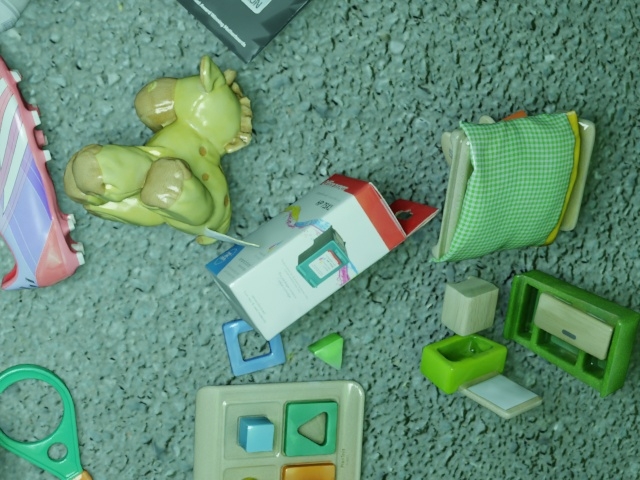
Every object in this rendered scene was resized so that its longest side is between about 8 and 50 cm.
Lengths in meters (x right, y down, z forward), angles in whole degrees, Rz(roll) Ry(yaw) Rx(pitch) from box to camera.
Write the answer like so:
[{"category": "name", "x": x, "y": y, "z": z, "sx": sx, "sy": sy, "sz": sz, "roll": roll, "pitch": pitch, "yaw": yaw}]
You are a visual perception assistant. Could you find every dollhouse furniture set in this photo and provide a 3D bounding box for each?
[{"category": "dollhouse furniture set", "x": 0.238, "y": 0.024, "z": 1.267, "sx": 0.198, "sy": 0.151, "sz": 0.301, "roll": -15, "pitch": 121, "yaw": -39}]

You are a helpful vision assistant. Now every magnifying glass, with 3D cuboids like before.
[{"category": "magnifying glass", "x": -0.282, "y": 0.236, "z": 1.286, "sx": 0.092, "sy": 0.026, "sz": 0.231, "roll": -33, "pitch": 104, "yaw": -10}]

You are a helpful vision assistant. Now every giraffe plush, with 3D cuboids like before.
[{"category": "giraffe plush", "x": -0.142, "y": -0.099, "z": 1.213, "sx": 0.210, "sy": 0.181, "sz": 0.170, "roll": 17, "pitch": 79, "yaw": -17}]

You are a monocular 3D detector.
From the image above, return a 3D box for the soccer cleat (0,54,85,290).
[{"category": "soccer cleat", "x": -0.316, "y": -0.067, "z": 1.204, "sx": 0.095, "sy": 0.083, "sz": 0.248, "roll": -19, "pitch": 105, "yaw": -8}]

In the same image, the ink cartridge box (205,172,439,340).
[{"category": "ink cartridge box", "x": 0.000, "y": 0.000, "z": 1.274, "sx": 0.231, "sy": 0.134, "sz": 0.078, "roll": -36, "pitch": 106, "yaw": -9}]

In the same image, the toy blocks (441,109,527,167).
[{"category": "toy blocks", "x": 0.226, "y": -0.094, "z": 1.368, "sx": 0.148, "sy": 0.054, "sz": 0.123, "roll": -22, "pitch": 104, "yaw": -12}]

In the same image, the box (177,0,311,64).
[{"category": "box", "x": -0.102, "y": -0.369, "z": 1.178, "sx": 0.307, "sy": 0.076, "sz": 0.242, "roll": 42, "pitch": 109, "yaw": -18}]

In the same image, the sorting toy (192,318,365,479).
[{"category": "sorting toy", "x": -0.045, "y": 0.255, "z": 1.343, "sx": 0.196, "sy": 0.047, "sz": 0.347, "roll": 0, "pitch": 98, "yaw": -16}]

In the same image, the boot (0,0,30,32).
[{"category": "boot", "x": -0.379, "y": -0.327, "z": 1.150, "sx": 0.258, "sy": 0.095, "sz": 0.123, "roll": 38, "pitch": 78, "yaw": -24}]
